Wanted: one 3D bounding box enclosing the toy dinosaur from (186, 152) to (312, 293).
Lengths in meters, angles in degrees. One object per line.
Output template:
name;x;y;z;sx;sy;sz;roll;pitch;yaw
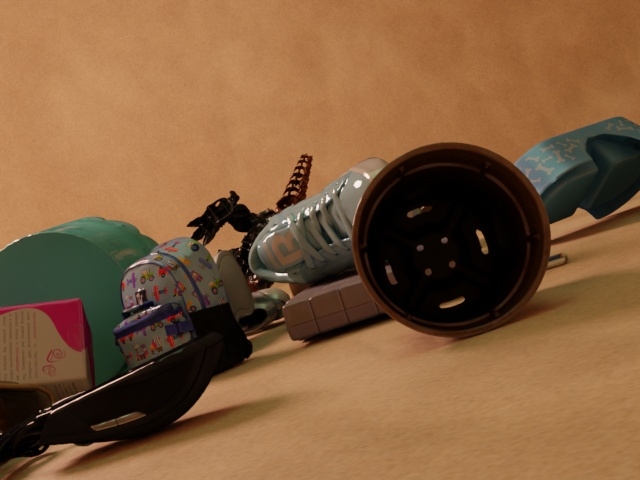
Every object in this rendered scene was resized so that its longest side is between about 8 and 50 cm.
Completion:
toy dinosaur;-0.109;-0.007;1.689;0.164;0.321;0.218;12;3;31

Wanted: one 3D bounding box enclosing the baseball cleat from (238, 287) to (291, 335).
baseball cleat;-0.144;0.126;1.560;0.206;0.072;0.109;-23;4;40

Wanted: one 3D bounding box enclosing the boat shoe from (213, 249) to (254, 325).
boat shoe;-0.167;0.097;1.396;0.091;0.114;0.302;-27;8;9

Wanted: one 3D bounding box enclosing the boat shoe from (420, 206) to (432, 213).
boat shoe;0.204;-0.062;1.860;0.152;0.056;0.049;-6;2;31

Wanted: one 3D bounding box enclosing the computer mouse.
computer mouse;-0.195;0.161;0.880;0.262;0.060;0.184;-26;-1;0

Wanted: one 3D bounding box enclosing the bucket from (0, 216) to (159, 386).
bucket;-0.362;0.102;1.389;0.281;0.281;0.183;-19;2;6

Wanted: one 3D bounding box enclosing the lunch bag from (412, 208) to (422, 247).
lunch bag;0.115;0.007;1.597;0.096;0.128;0.151;-18;1;-25

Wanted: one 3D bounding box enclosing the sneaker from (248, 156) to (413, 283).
sneaker;0.000;0.001;1.275;0.150;0.135;0.366;-27;-5;-24

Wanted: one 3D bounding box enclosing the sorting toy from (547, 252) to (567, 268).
sorting toy;0.245;0.029;1.091;0.083;0.012;0.062;-18;1;17

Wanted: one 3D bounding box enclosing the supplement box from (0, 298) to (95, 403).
supplement box;-0.399;0.156;1.169;0.220;0.111;0.114;-7;-29;-8

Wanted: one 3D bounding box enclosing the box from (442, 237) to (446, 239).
box;0.106;0.035;1.812;0.322;0.079;0.257;-18;3;2

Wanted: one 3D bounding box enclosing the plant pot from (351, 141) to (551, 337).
plant pot;0.114;0.007;0.868;0.167;0.166;0.165;-19;-7;1

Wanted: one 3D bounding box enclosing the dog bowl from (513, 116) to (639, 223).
dog bowl;0.383;-0.095;1.388;0.297;0.074;0.166;-20;-34;-31

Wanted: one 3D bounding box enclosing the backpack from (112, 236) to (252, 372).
backpack;-0.186;0.090;1.167;0.158;0.173;0.117;-17;2;43

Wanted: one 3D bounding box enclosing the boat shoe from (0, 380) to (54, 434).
boat shoe;-0.360;0.187;0.971;0.089;0.104;0.285;-21;0;-1

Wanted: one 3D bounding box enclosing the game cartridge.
game cartridge;0.084;0.060;1.255;0.230;0.068;0.355;-23;0;9

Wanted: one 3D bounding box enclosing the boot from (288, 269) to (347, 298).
boot;0.000;0.000;1.629;0.112;0.115;0.305;-16;22;16
